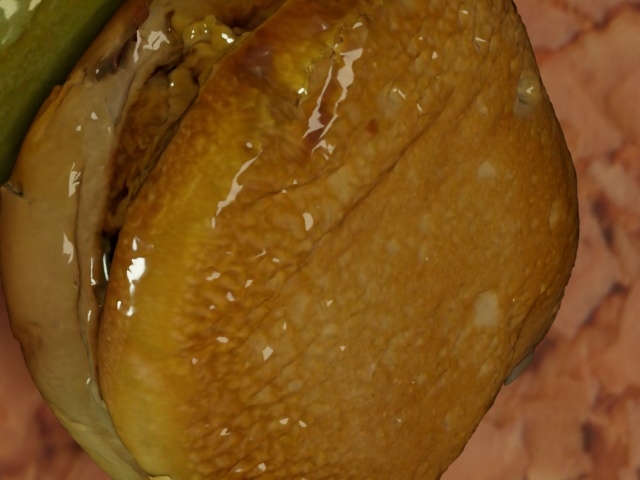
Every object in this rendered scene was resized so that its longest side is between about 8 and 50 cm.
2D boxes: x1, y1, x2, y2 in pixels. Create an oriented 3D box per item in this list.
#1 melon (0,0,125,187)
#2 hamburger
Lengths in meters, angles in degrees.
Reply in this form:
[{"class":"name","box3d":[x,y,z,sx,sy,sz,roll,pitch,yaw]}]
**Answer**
[{"class":"melon","box3d":[-0.146,-0.170,0.802,0.343,0.226,0.331,-39,106,-29]},{"class":"hamburger","box3d":[0.000,0.000,0.875,0.290,0.170,0.314,-47,135,-18]}]
